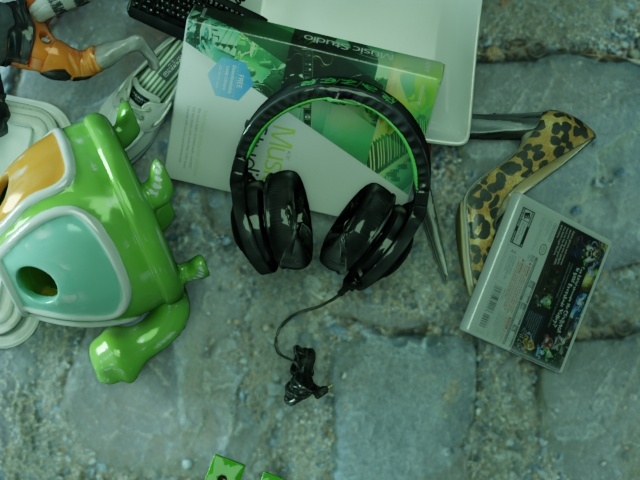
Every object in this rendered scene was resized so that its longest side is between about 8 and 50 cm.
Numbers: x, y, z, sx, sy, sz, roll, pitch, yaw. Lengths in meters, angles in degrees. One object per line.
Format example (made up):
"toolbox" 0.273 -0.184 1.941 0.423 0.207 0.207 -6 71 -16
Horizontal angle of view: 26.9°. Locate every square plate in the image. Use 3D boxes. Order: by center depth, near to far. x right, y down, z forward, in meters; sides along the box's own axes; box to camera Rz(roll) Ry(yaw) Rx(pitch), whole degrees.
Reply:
"square plate" 0.041 -0.308 1.766 0.347 0.049 0.344 7 84 4

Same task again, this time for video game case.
"video game case" 0.280 0.056 1.730 0.173 0.022 0.190 25 85 -29

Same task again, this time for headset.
"headset" 0.000 0.000 1.649 0.243 0.185 0.394 10 114 2

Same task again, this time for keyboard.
"keyboard" -0.144 -0.293 1.676 0.192 0.038 0.100 19 86 -37

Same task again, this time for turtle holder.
"turtle holder" -0.282 0.005 1.661 0.227 0.320 0.243 -25 58 -9

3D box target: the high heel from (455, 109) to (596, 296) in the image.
"high heel" 0.271 -0.045 1.743 0.186 0.093 0.261 0 80 -1

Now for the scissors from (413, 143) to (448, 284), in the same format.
"scissors" 0.121 -0.091 1.781 0.109 0.021 0.297 1 87 -3

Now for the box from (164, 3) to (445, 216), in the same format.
"box" -0.026 -0.151 1.695 0.322 0.058 0.232 12 124 -2

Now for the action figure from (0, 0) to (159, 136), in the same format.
"action figure" -0.408 -0.299 1.679 0.330 0.178 0.341 -17 70 -19

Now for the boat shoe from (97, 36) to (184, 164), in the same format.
"boat shoe" -0.234 -0.188 1.744 0.083 0.076 0.226 33 85 1

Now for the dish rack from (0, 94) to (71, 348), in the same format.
"dish rack" -0.485 -0.041 1.727 0.285 0.072 0.333 10 84 -1

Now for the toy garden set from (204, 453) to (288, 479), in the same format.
"toy garden set" -0.057 0.410 1.717 0.244 0.049 0.204 21 83 -1
